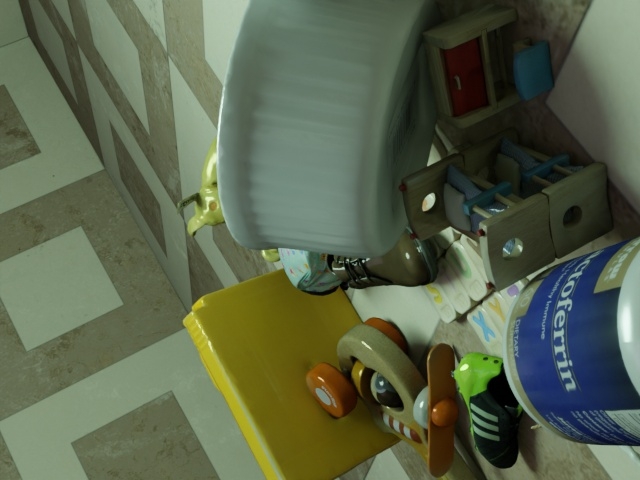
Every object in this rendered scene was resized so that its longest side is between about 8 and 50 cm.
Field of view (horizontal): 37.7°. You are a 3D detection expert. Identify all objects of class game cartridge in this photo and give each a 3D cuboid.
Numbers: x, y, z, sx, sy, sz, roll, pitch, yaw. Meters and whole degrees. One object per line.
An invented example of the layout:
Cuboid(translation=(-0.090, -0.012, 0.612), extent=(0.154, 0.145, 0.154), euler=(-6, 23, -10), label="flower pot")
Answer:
Cuboid(translation=(-0.027, 0.199, 1.420), extent=(0.053, 0.285, 0.324), euler=(-45, 70, 45), label="game cartridge")

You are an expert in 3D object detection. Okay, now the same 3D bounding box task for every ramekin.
Cuboid(translation=(0.021, -0.115, 0.866), extent=(0.135, 0.277, 0.277), euler=(12, 139, 16), label="ramekin")

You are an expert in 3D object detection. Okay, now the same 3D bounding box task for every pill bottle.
Cuboid(translation=(0.250, 0.068, 0.661), extent=(0.153, 0.153, 0.264), euler=(63, 161, 3), label="pill bottle")

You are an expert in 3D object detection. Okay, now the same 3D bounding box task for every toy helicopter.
Cuboid(translation=(0.153, 0.264, 1.309), extent=(0.355, 0.140, 0.235), euler=(54, 154, -4), label="toy helicopter")

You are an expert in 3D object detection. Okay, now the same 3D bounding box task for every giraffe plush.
Cuboid(translation=(-0.102, -0.067, 1.488), extent=(0.170, 0.210, 0.181), euler=(24, 137, 11), label="giraffe plush")

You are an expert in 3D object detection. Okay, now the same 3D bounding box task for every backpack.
Cuboid(translation=(0.000, 0.000, 1.329), extent=(0.152, 0.115, 0.182), euler=(63, 160, 9), label="backpack")

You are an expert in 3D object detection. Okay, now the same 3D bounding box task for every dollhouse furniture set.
Cuboid(translation=(0.144, -0.081, 0.788), extent=(0.129, 0.128, 0.184), euler=(37, 148, 55), label="dollhouse furniture set")

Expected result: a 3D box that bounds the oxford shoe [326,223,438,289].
Cuboid(translation=(0.070, 0.030, 1.140), extent=(0.083, 0.096, 0.227), euler=(67, 161, -6), label="oxford shoe")

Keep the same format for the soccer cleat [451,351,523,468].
Cuboid(translation=(0.213, 0.209, 1.117), extent=(0.072, 0.060, 0.179), euler=(2, 127, 40), label="soccer cleat")

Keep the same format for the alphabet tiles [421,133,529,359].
Cuboid(translation=(0.152, 0.003, 1.059), extent=(0.278, 0.021, 0.284), euler=(60, 162, 11), label="alphabet tiles")

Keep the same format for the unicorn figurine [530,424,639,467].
Cuboid(translation=(0.287, 0.176, 0.877), extent=(0.111, 0.060, 0.162), euler=(56, 145, 23), label="unicorn figurine")
